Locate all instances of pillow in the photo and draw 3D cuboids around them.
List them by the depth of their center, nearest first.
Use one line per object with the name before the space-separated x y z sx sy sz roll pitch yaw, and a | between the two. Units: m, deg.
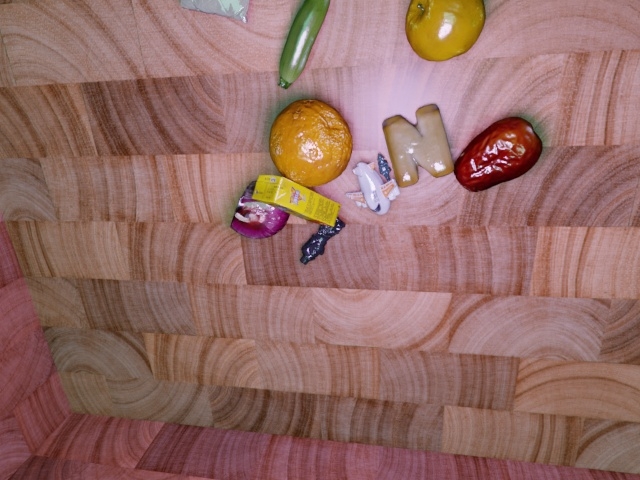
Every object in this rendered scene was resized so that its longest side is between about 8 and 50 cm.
pillow | -0.384 -1.002 1.632 0.274 0.076 0.280 14 109 3

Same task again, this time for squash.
squash | -0.073 -0.770 1.648 0.107 0.107 0.395 28 116 -1

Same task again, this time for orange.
orange | 0.426 -0.755 1.472 0.235 0.279 0.279 5 118 -27
orange | -0.044 -0.374 1.691 0.293 0.340 0.340 -25 107 47

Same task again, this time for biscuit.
biscuit | 0.382 -0.372 1.702 0.237 0.062 0.290 -13 89 18

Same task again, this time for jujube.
jujube | 0.668 -0.318 1.633 0.318 0.223 0.223 -37 101 32

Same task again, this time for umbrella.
umbrella | 0.000 -0.001 1.948 0.110 0.122 0.272 28 108 -25

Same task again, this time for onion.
onion | -0.255 -0.121 1.893 0.231 0.272 0.256 19 145 -11

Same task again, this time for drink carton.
drink carton | -0.089 -0.161 1.761 0.155 0.351 0.111 14 85 46

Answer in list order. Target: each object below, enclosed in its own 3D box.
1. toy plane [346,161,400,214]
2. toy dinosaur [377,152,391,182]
toy plane | 0.212 -0.213 1.788 0.245 0.117 0.244 19 128 26
toy dinosaur | 0.271 -0.295 1.804 0.049 0.055 0.154 -19 105 15
